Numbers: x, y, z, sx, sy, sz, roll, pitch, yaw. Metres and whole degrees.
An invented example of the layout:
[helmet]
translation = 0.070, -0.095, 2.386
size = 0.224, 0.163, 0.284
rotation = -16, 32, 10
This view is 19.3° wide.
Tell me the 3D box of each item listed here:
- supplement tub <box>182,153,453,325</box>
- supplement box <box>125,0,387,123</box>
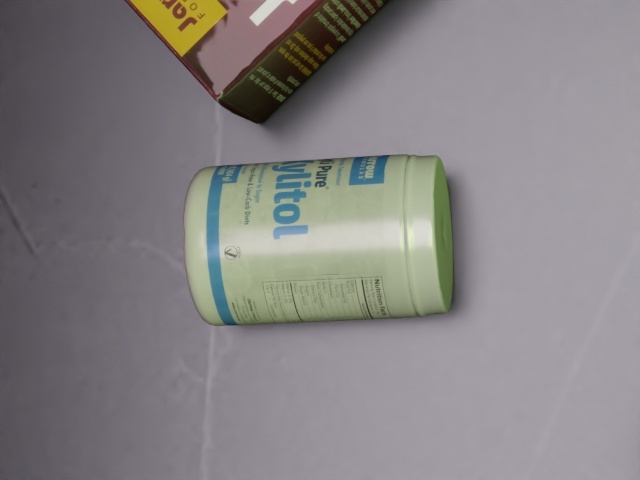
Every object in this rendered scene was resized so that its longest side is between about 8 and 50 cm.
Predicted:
[supplement tub]
translation = 0.000, 0.000, 0.802
size = 0.107, 0.071, 0.071
rotation = -4, 85, 10
[supplement box]
translation = -0.002, -0.154, 0.807
size = 0.188, 0.081, 0.104
rotation = -44, 80, 5
